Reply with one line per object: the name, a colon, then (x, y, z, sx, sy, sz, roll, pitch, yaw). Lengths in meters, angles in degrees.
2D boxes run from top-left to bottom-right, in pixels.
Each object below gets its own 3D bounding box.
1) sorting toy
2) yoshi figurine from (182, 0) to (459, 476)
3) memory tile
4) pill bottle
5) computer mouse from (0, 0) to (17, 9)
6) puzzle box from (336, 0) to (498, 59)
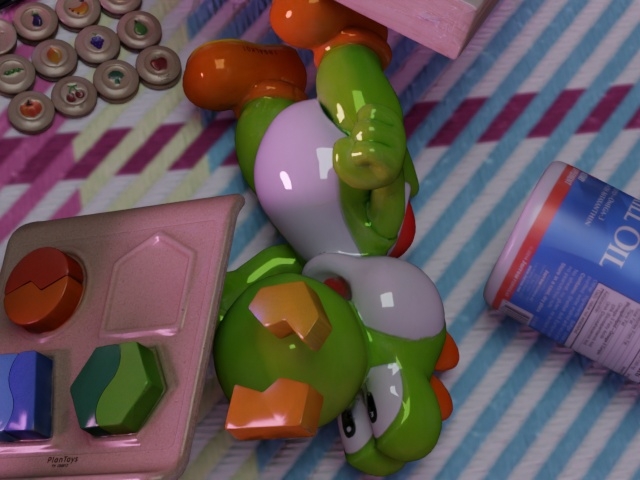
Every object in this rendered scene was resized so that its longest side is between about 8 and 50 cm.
sorting toy: (-0.125, 0.065, 1.325, 0.307, 0.041, 0.229, -7, 57, 34)
yoshi figurine: (-0.014, -0.007, 1.405, 0.203, 0.203, 0.362, -13, 67, -2)
memory tile: (-0.195, -0.151, 1.547, 0.148, 0.012, 0.113, -22, 67, -17)
pill bottle: (0.244, 0.041, 1.442, 0.221, 0.124, 0.124, 27, 63, 6)
computer mouse: (-0.249, -0.319, 1.600, 0.184, 0.060, 0.262, -15, 66, -13)
puzzle box: (0.060, -0.309, 1.550, 0.272, 0.052, 0.409, 28, 39, 7)
